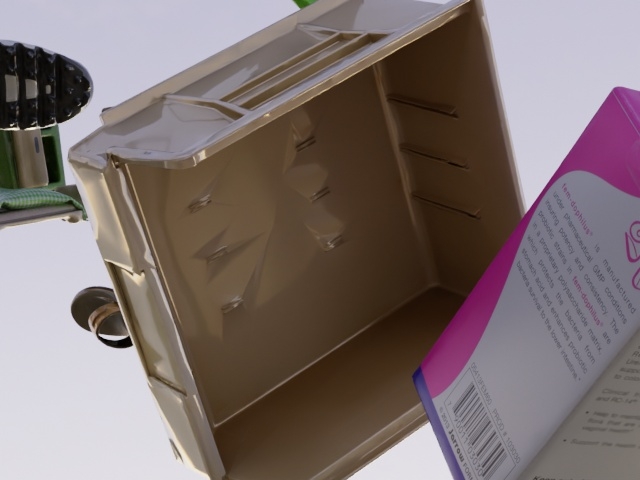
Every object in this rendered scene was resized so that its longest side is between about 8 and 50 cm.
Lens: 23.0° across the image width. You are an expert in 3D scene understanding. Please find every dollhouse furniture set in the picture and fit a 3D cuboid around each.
[{"bbox_3d":[-0.351,-0.089,1.794,0.197,0.151,0.301,-4,6,35],"label":"dollhouse furniture set"}]

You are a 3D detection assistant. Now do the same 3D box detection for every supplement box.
[{"bbox_3d":[0.157,0.043,0.814,0.114,0.111,0.220,7,-48,-28],"label":"supplement box"}]

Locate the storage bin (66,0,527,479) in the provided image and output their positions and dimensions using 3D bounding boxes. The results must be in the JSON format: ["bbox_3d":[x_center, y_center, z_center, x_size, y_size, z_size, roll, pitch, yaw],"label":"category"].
[{"bbox_3d":[0.000,0.000,1.035,0.123,0.260,0.262,21,-45,49],"label":"storage bin"}]

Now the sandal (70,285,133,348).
[{"bbox_3d":[-0.225,0.097,1.773,0.180,0.049,0.072,12,-44,39],"label":"sandal"}]

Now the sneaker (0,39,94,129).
[{"bbox_3d":[-0.315,-0.142,1.349,0.234,0.106,0.078,-2,-70,-16],"label":"sneaker"}]

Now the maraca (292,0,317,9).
[{"bbox_3d":[-0.036,-0.233,1.173,0.127,0.185,0.099,11,-47,-20],"label":"maraca"}]
